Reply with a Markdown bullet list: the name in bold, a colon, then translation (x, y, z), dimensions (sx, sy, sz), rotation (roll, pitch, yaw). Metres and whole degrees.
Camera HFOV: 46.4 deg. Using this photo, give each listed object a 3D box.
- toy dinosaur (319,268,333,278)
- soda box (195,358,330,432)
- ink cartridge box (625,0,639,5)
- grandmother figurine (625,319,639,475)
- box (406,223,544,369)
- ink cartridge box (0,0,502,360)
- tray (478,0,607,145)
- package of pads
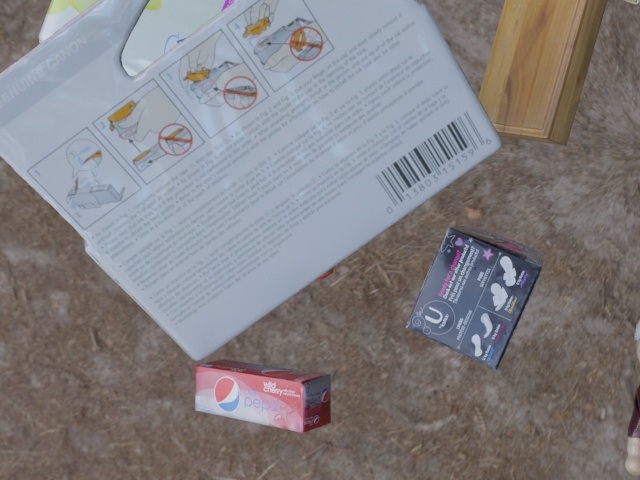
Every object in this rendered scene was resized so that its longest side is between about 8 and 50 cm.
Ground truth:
- **toy dinosaur**: translation (0.000, 0.000, 0.740), dimensions (0.047, 0.090, 0.082), rotation (-9, 79, 14)
- **soda box**: translation (-0.109, 0.278, 1.354), dimensions (0.263, 0.083, 0.092), rotation (0, 91, 37)
- **ink cartridge box**: translation (0.655, -0.517, 1.313), dimensions (0.193, 0.088, 0.234), rotation (7, 117, -21)
- **grandmother figurine**: translation (0.446, 0.223, 0.944), dimensions (0.104, 0.342, 0.208), rotation (31, 134, -10)
- **box**: translation (0.239, 0.071, 1.123), dimensions (0.142, 0.247, 0.163), rotation (23, 99, 14)
- **ink cartridge box**: translation (-0.049, -0.080, 0.504), dimensions (0.275, 0.060, 0.239), rotation (-35, 118, 4)
- **tray**: translation (0.453, -0.412, 1.521), dimensions (0.203, 0.076, 0.410), rotation (21, 99, 51)
- **package of pads**: translation (-0.193, -0.298, 0.981), dimensions (0.297, 0.101, 0.229), rotation (22, 92, 3)
